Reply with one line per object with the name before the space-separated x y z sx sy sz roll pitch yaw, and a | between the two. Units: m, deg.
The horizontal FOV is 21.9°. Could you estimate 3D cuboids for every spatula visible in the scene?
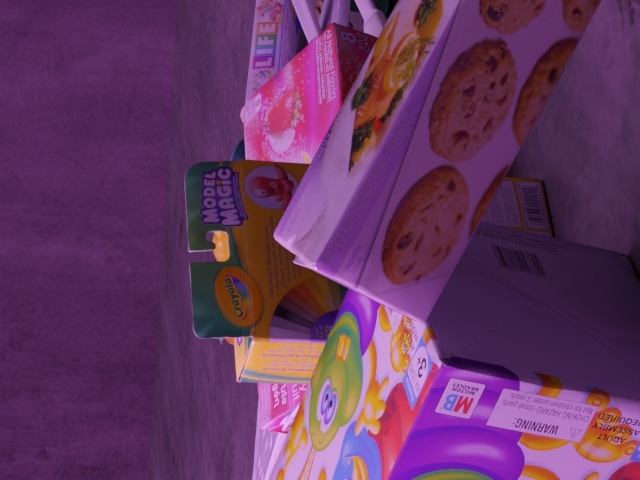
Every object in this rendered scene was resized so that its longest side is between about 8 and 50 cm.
spatula | 0.037 -0.195 1.303 0.168 0.019 0.242 -54 28 25

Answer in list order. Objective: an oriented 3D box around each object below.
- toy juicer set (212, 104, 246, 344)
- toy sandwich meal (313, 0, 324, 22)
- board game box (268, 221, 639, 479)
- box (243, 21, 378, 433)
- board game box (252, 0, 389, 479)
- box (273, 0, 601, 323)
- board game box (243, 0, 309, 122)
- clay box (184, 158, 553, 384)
toy juicer set | -0.084 -0.043 1.750 0.209 0.090 0.329 -8 -79 -76
toy sandwich meal | 0.003 -0.198 1.655 0.085 0.029 0.085 177 90 -78
board game box | 0.062 0.142 0.860 0.142 0.144 0.275 -106 32 -56
box | 0.036 0.001 1.109 0.123 0.128 0.256 -38 47 46
board game box | 0.000 0.000 1.452 0.390 0.050 0.390 106 170 -53
box | 0.087 -0.121 0.742 0.324 0.067 0.063 -61 25 3
board game box | -0.035 -0.138 1.435 0.103 0.026 0.154 69 -158 -56
clay box | 0.029 0.021 0.971 0.053 0.222 0.127 110 159 -52
